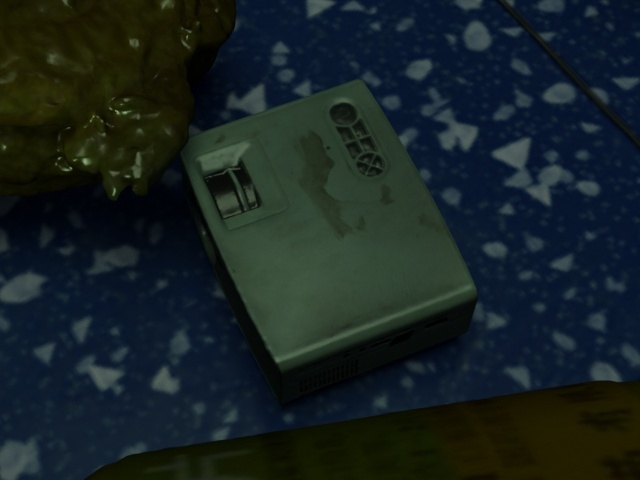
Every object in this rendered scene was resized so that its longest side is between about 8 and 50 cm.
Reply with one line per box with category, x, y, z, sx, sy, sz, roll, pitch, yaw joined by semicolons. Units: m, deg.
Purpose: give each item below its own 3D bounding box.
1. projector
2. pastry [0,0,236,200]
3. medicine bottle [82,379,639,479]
projector;0.000;0.000;0.709;0.115;0.061;0.147;-19;61;-14
pastry;-0.171;-0.129;0.731;0.235;0.132;0.240;26;53;-11
medicine bottle;-0.026;0.187;0.504;0.384;0.224;0.224;-9;60;-5
